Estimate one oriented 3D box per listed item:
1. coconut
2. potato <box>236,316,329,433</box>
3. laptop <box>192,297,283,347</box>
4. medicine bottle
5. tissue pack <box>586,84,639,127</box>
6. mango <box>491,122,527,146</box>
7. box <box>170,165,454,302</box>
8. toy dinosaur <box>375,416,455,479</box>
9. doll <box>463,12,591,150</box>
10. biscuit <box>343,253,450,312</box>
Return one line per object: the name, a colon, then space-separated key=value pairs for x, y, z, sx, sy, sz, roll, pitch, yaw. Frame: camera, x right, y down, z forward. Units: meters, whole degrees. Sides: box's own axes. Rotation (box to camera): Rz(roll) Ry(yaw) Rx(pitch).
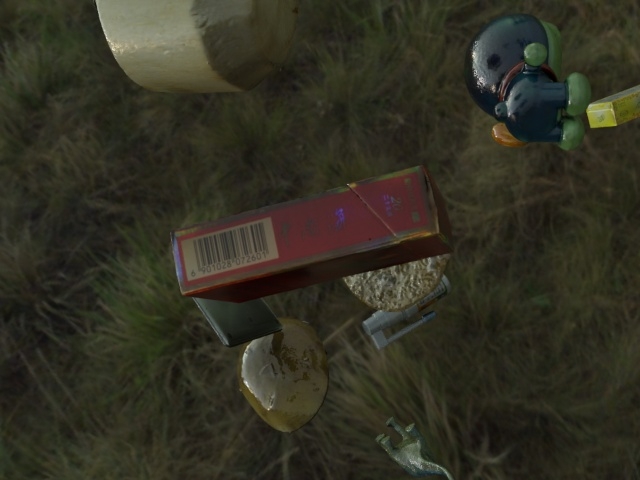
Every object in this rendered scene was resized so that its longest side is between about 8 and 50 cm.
coconut: x=-0.193 y=-0.367 z=1.208 sx=0.322 sy=0.323 sz=0.323 roll=-13 pitch=53 yaw=18
potato: x=-0.103 y=0.295 z=1.887 sx=0.239 sy=0.116 sz=0.299 roll=-38 pitch=50 yaw=15
laptop: x=-0.190 y=0.138 z=1.759 sx=0.015 sy=0.269 sz=0.188 roll=-41 pitch=77 yaw=19
medicine bottle: x=0.201 y=0.159 z=1.823 sx=0.220 sy=0.061 sz=0.092 roll=-29 pitch=91 yaw=-16
tissue pack: x=0.739 y=-0.325 z=1.924 sx=0.175 sy=0.062 sz=0.095 roll=-21 pitch=11 yaw=-18
mango: x=0.435 y=-0.240 z=1.835 sx=0.089 sy=0.046 sz=0.060 roll=21 pitch=44 yaw=21
box: x=0.000 y=0.000 z=1.000 sx=0.313 sy=0.197 sz=0.089 roll=-13 pitch=79 yaw=12
toy dinosaur: x=0.195 y=0.451 z=1.687 sx=0.076 sy=0.363 sz=0.147 roll=-40 pitch=91 yaw=-14
doll: x=0.371 y=-0.302 z=1.485 sx=0.186 sy=0.199 sz=0.322 roll=-5 pitch=36 yaw=-2
biscuit: x=0.113 y=0.007 z=1.301 sx=0.219 sy=0.033 sz=0.220 roll=-3 pitch=84 yaw=35
